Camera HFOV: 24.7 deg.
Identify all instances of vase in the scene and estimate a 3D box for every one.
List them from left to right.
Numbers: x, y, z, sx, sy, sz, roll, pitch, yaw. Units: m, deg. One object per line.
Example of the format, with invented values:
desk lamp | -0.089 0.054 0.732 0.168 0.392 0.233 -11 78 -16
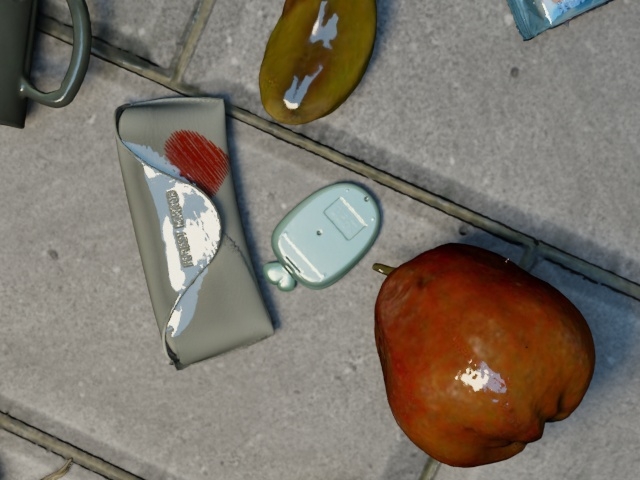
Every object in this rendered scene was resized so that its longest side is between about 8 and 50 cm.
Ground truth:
vase | -0.364 -0.262 1.606 0.251 0.156 0.301 13 91 9

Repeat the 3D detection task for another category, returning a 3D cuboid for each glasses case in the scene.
glasses case | -0.143 -0.012 1.626 0.128 0.083 0.308 -12 94 8

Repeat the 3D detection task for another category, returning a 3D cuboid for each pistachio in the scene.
pistachio | 0.002 -0.210 1.587 0.110 0.100 0.189 21 89 -18

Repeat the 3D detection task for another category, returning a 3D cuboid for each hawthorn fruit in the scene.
hawthorn fruit | 0.152 0.106 1.542 0.224 0.224 0.261 -42 77 9

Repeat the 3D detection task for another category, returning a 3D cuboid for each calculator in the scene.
calculator | 0.000 0.000 1.641 0.153 0.021 0.095 -42 89 5

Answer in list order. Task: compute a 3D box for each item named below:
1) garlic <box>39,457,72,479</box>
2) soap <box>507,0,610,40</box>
garlic | -0.417 0.253 1.632 0.256 0.207 0.207 2 95 -1
soap | 0.317 -0.339 1.544 0.293 0.077 0.156 -27 92 8
